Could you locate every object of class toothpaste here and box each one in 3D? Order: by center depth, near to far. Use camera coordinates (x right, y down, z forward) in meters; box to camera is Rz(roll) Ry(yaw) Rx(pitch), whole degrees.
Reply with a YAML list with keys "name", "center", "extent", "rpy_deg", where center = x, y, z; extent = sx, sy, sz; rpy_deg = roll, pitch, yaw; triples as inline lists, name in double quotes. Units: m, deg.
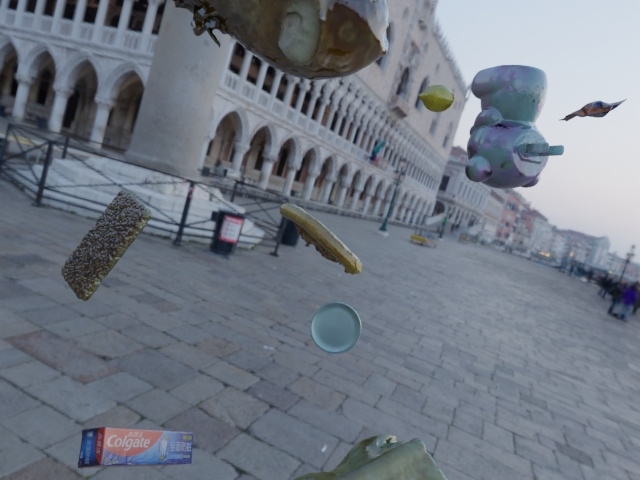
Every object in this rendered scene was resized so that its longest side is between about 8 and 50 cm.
- name: "toothpaste"
  center: [-0.408, 0.476, 1.106]
  extent: [0.065, 0.077, 0.320]
  rpy_deg: [-11, -26, 16]

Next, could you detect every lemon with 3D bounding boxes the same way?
- name: "lemon"
  center: [0.277, -0.338, 1.150]
  extent: [0.092, 0.065, 0.065]
  rpy_deg: [4, 8, -11]

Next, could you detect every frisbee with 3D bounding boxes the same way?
- name: "frisbee"
  center: [0.032, 0.185, 1.024]
  extent: [0.110, 0.110, 0.014]
  rpy_deg: [17, -2, 3]

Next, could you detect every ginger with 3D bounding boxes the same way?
- name: "ginger"
  center: [-0.110, -0.330, 0.589]
  extent: [0.418, 0.176, 0.254]
  rpy_deg: [43, 56, 10]

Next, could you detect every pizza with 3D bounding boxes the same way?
- name: "pizza"
  center: [-0.002, -0.004, 1.273]
  extent: [0.271, 0.056, 0.134]
  rpy_deg: [43, -19, 0]

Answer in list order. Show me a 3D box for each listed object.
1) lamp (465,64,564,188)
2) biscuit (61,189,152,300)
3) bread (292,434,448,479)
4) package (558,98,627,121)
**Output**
- name: "lamp"
  center: [0.500, -0.280, 1.227]
  extent: [0.246, 0.302, 0.247]
  rpy_deg: [3, 6, -31]
- name: "biscuit"
  center: [-0.453, 0.005, 1.012]
  extent: [0.131, 0.231, 0.025]
  rpy_deg: [33, -4, 35]
- name: "bread"
  center: [0.041, 0.364, 0.563]
  extent: [0.251, 0.196, 0.239]
  rpy_deg: [-11, 42, -20]
- name: "package"
  center: [0.537, -0.259, 0.955]
  extent: [0.033, 0.077, 0.110]
  rpy_deg: [57, -20, -18]
